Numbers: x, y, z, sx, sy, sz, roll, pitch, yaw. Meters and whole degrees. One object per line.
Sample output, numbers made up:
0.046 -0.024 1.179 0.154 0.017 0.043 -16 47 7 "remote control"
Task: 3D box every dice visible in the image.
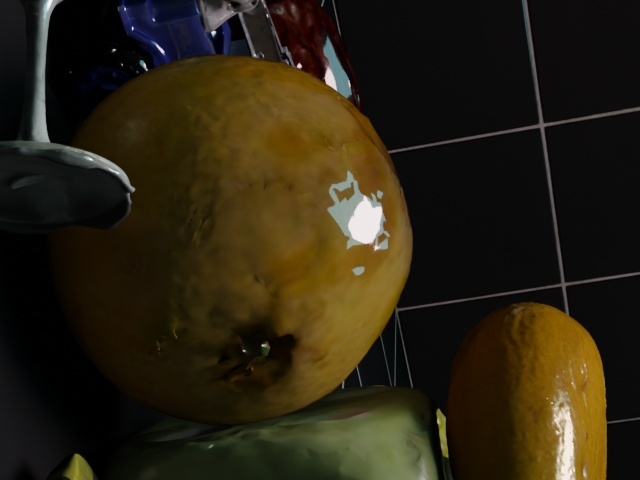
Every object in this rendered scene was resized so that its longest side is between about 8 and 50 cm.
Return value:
-0.015 0.253 0.862 0.250 0.254 0.252 -8 89 -79 "dice"

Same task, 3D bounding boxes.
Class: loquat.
-0.068 0.000 0.799 0.263 0.263 0.263 -9 90 -82 "loquat"

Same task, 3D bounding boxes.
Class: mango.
0.156 0.164 0.838 0.317 0.119 0.176 -81 159 -46 "mango"

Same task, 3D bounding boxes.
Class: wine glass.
-0.166 -0.130 0.664 0.156 0.156 0.232 59 26 -68 "wine glass"

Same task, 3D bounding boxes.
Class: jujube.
-0.032 -0.209 1.511 0.183 0.183 0.243 -74 154 -71 "jujube"

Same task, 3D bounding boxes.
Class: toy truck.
-0.106 -0.142 0.937 0.213 0.177 0.161 72 11 -45 "toy truck"

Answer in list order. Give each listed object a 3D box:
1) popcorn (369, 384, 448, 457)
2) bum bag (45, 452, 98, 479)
0.086 0.341 1.300 0.334 0.292 0.294 3 115 -56 "popcorn"
-0.139 0.248 0.689 0.107 0.060 0.233 85 -1 -81 "bum bag"
